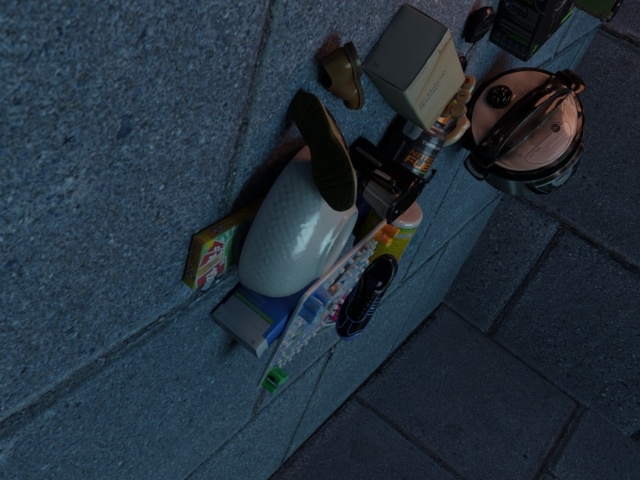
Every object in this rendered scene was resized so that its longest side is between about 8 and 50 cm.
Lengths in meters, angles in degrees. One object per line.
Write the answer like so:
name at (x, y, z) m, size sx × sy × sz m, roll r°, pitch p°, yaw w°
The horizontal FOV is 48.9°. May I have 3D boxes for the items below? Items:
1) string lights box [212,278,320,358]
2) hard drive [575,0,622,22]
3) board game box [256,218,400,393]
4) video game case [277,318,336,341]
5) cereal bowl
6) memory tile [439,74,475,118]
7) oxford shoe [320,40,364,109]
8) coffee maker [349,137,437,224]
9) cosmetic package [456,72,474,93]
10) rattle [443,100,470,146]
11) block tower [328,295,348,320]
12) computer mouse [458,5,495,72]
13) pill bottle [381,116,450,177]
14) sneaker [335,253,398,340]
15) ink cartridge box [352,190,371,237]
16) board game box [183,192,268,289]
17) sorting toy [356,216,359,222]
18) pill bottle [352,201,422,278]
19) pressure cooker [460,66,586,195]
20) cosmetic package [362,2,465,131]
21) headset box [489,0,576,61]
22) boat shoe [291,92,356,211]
string lights box at (-0.106, 0.122, 1.595) m, size 0.260 × 0.133 × 0.077 m, roll -47°, pitch 164°, yaw -19°
hard drive at (0.753, -0.783, 1.900) m, size 0.064 × 0.237 × 0.339 m, roll -43°, pitch 159°, yaw -28°
board game box at (0.022, 0.166, 1.749) m, size 0.390 × 0.050 × 0.390 m, roll -41°, pitch 164°, yaw -44°
video game case at (-0.029, 0.260, 2.043) m, size 0.143 × 0.019 × 0.157 m, roll -6°, pitch 162°, yaw -33°
cereal bowl at (-0.021, -0.025, 1.439) m, size 0.339 × 0.141 × 0.339 m, roll -58°, pitch 170°, yaw -16°
memory tile at (0.292, -0.347, 1.684) m, size 0.012 × 0.148 × 0.113 m, roll 30°, pitch 77°, yaw -51°
oxford shoe at (0.038, -0.299, 1.318) m, size 0.076 × 0.076 × 0.212 m, roll -22°, pitch 163°, yaw 2°
coffee maker at (0.144, -0.149, 1.646) m, size 0.171 × 0.178 × 0.120 m, roll -32°, pitch 155°, yaw -43°
cosmetic package at (0.333, -0.399, 1.752) m, size 0.041 × 0.060 × 0.115 m, roll -61°, pitch -159°, yaw 28°
rattle at (0.295, -0.309, 1.914) m, size 0.199 × 0.130 × 0.142 m, roll -30°, pitch 155°, yaw 15°
block tower at (0.006, 0.172, 2.042) m, size 0.091 × 0.097 × 0.335 m, roll -54°, pitch 160°, yaw 1°
computer mouse at (0.384, -0.511, 1.819) m, size 0.071 × 0.041 × 0.242 m, roll -32°, pitch 161°, yaw -29°
pill bottle at (0.230, -0.233, 1.785) m, size 0.246 × 0.130 × 0.130 m, roll -60°, pitch 161°, yaw 18°
sneaker at (0.103, 0.130, 1.653) m, size 0.232 × 0.081 × 0.090 m, roll -59°, pitch 166°, yaw -2°
ink cartridge box at (0.156, -0.118, 1.953) m, size 0.206 × 0.045 × 0.208 m, roll -49°, pitch 161°, yaw -11°
board game box at (-0.160, -0.010, 1.386) m, size 0.259 × 0.039 × 0.124 m, roll -39°, pitch 157°, yaw -46°
sorting toy at (0.000, 0.000, 1.777) m, size 0.274 × 0.046 × 0.132 m, roll -31°, pitch 151°, yaw -49°
pill bottle at (0.167, -0.004, 1.905) m, size 0.136 × 0.136 × 0.246 m, roll -34°, pitch 156°, yaw -46°
pressure cooker at (0.645, -0.345, 2.250) m, size 0.420 × 0.375 × 0.370 m, roll 27°, pitch 68°, yaw -72°
cosmetic package at (0.211, -0.363, 1.529) m, size 0.160 × 0.113 × 0.309 m, roll -55°, pitch 163°, yaw 6°
headset box at (0.600, -0.663, 1.909) m, size 0.246 × 0.131 × 0.283 m, roll -46°, pitch 161°, yaw -21°
boat shoe at (0.018, -0.164, 1.287) m, size 0.080 × 0.224 × 0.073 m, roll -21°, pitch -177°, yaw 25°
